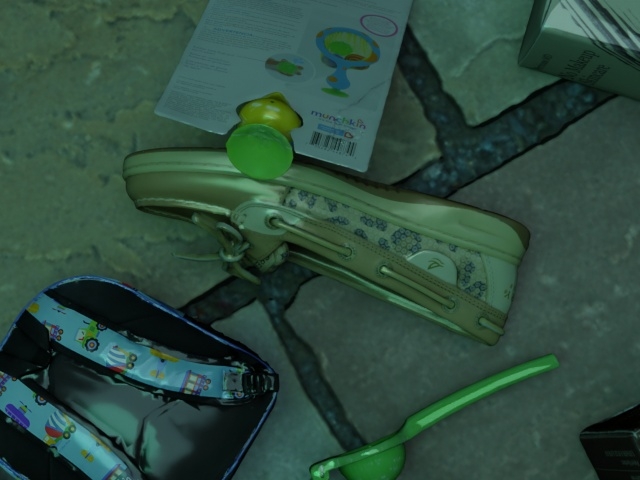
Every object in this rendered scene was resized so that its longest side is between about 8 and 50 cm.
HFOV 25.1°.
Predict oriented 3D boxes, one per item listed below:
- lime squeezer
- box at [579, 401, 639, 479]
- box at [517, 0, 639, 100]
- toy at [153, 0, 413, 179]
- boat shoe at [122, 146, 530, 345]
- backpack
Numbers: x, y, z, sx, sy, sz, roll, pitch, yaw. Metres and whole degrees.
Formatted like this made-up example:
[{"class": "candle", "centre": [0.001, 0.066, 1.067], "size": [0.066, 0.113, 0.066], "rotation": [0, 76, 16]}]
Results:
[{"class": "lime squeezer", "centre": [0.038, 0.180, 0.975], "size": [0.110, 0.059, 0.310], "rotation": [31, 81, 19]}, {"class": "box", "centre": [0.298, 0.180, 0.934], "size": [0.168, 0.167, 0.203], "rotation": [-24, 84, -5]}, {"class": "box", "centre": [0.287, -0.138, 1.008], "size": [0.275, 0.113, 0.094], "rotation": [16, 83, 2]}, {"class": "toy", "centre": [-0.020, -0.115, 0.980], "size": [0.137, 0.237, 0.056], "rotation": [15, 126, 1]}, {"class": "boat shoe", "centre": [0.000, 0.000, 0.982], "size": [0.285, 0.104, 0.089], "rotation": [13, 85, -3]}, {"class": "backpack", "centre": [-0.132, 0.112, 0.955], "size": [0.173, 0.117, 0.158], "rotation": [30, 82, 2]}]
